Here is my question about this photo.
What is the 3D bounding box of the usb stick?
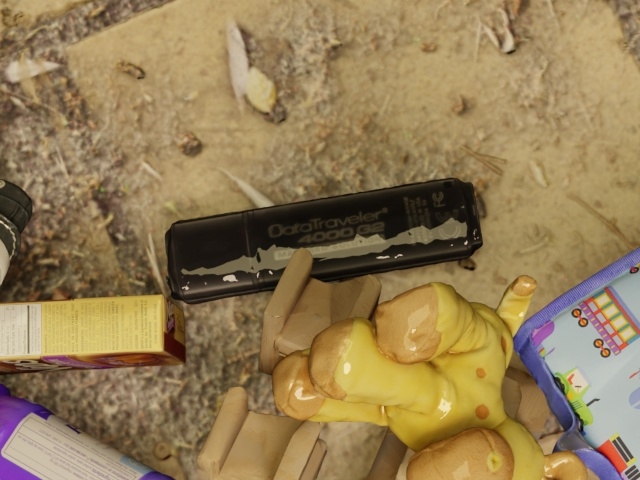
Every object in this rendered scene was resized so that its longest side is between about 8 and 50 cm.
[{"bbox_3d":[0.000,0.000,1.417,0.278,0.045,0.077,-9,74,4],"label":"usb stick"}]

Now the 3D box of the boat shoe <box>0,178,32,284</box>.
[{"bbox_3d":[-0.397,-0.012,1.431,0.303,0.114,0.091,7,43,15],"label":"boat shoe"}]

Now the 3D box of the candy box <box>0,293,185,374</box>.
[{"bbox_3d":[-0.216,0.082,1.390,0.187,0.109,0.053,-2,79,5],"label":"candy box"}]

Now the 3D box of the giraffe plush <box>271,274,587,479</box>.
[{"bbox_3d":[0.092,0.136,1.176,0.210,0.181,0.170,-7,70,-40],"label":"giraffe plush"}]

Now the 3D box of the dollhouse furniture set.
[{"bbox_3d":[0.066,0.277,1.318,0.362,0.256,0.394,22,63,7],"label":"dollhouse furniture set"}]

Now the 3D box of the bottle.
[{"bbox_3d":[-0.238,0.191,1.368,0.283,0.118,0.092,25,72,21],"label":"bottle"}]

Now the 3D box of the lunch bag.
[{"bbox_3d":[0.305,0.099,1.226,0.293,0.138,0.221,-25,62,-12],"label":"lunch bag"}]
